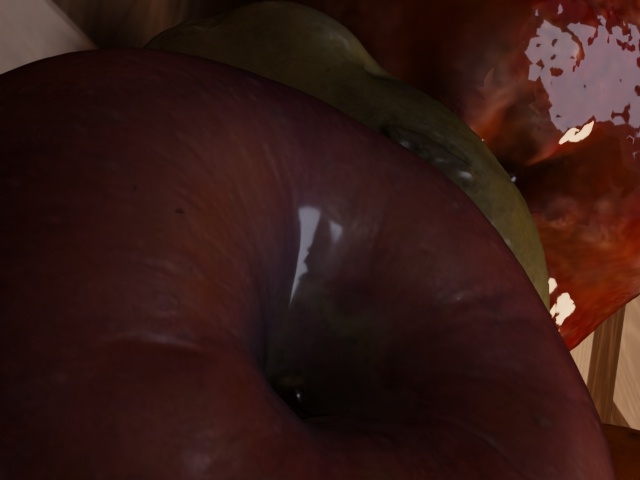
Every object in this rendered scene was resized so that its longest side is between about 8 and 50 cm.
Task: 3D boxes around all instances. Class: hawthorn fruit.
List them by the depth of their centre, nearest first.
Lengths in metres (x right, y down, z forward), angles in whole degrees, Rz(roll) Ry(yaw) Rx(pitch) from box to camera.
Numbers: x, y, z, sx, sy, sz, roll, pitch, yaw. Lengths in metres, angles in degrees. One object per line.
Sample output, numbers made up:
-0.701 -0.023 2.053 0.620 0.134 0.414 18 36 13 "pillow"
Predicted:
0.081 -0.067 1.063 0.284 0.284 0.284 5 90 -71 "hawthorn fruit"

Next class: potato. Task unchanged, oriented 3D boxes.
0.000 0.000 0.894 0.235 0.178 0.160 55 13 -13 "potato"

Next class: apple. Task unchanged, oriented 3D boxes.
-0.049 0.083 0.680 0.305 0.235 0.306 26 43 -27 "apple"

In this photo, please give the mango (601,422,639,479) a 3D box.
0.088 0.146 0.844 0.112 0.219 0.145 -71 157 -61 "mango"
